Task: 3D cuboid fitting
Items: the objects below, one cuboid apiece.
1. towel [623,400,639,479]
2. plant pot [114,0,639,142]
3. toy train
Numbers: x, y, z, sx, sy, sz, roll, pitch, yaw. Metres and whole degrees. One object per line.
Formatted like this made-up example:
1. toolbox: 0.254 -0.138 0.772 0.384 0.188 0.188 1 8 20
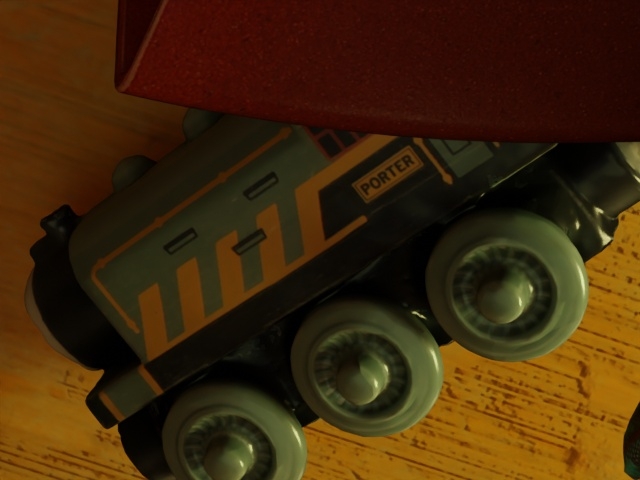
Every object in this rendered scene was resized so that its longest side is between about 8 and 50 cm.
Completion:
1. towel: 0.213 -0.095 0.601 0.040 0.370 0.271 29 123 8
2. plant pot: 0.079 -0.189 0.634 0.236 0.267 0.267 18 123 -19
3. toy train: 0.000 0.000 0.828 0.334 0.142 0.190 -33 100 26
